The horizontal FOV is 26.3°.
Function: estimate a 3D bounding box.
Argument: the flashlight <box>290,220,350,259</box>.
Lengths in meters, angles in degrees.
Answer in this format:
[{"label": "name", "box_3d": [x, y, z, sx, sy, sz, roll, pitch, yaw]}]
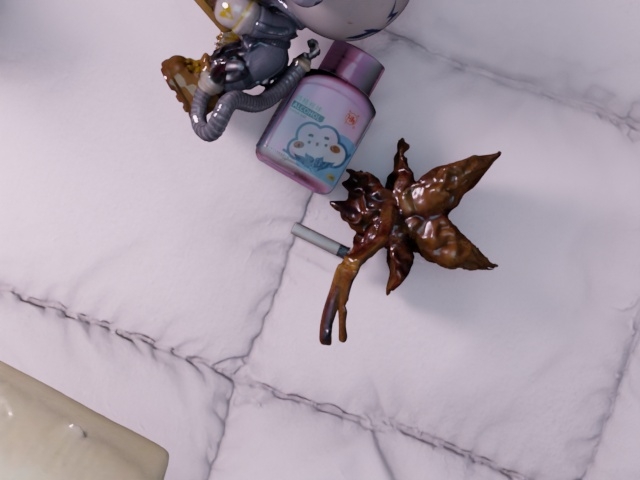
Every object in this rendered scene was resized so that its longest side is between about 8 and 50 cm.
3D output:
[{"label": "flashlight", "box_3d": [0.000, 0.000, 1.857, 0.083, 0.018, 0.018, 26, 85, -4]}]

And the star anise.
[{"label": "star anise", "box_3d": [0.105, 0.004, 1.799, 0.237, 0.148, 0.346, 45, 70, -2]}]

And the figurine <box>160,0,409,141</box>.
[{"label": "figurine", "box_3d": [-0.035, -0.308, 1.750, 0.382, 0.261, 0.186, -32, 119, 6]}]

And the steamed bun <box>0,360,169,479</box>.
[{"label": "steamed bun", "box_3d": [-0.413, 0.392, 1.683, 0.371, 0.290, 0.456, 26, 84, 2]}]

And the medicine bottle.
[{"label": "medicine bottle", "box_3d": [0.005, -0.167, 1.823, 0.119, 0.094, 0.188, 30, 87, -5]}]

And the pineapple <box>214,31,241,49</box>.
[{"label": "pineapple", "box_3d": [-0.118, -0.252, 1.853, 0.045, 0.019, 0.083, -33, 94, -8]}]
